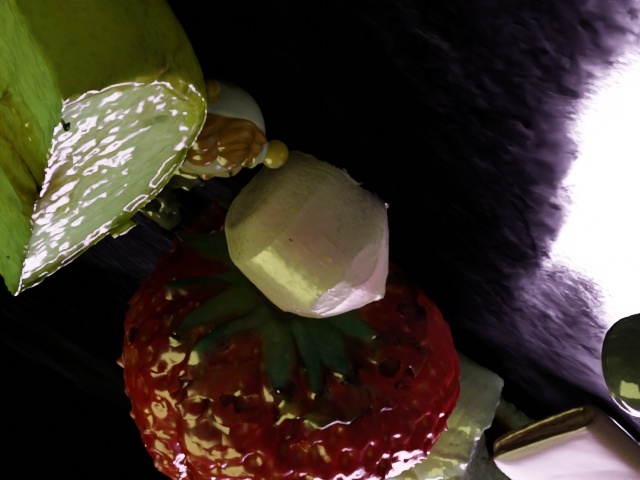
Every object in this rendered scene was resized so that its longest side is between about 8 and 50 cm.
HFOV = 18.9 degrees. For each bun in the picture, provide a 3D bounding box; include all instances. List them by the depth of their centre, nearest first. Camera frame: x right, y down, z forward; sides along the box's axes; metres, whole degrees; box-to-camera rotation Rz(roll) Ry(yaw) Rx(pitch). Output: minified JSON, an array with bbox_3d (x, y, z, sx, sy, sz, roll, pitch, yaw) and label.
[{"bbox_3d":[0.122,0.183,1.680,0.212,0.126,0.204,32,169,-2],"label":"bun"}]

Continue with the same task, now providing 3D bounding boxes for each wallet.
[{"bbox_3d":[0.223,0.193,1.591,0.118,0.039,0.153,-24,132,32],"label":"wallet"}]

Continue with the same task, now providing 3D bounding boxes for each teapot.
[{"bbox_3d":[0.224,0.078,1.210,0.088,0.066,0.057,15,161,-33],"label":"teapot"}]

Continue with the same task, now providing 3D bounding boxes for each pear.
[{"bbox_3d":[-0.185,-0.134,1.218,0.239,0.139,0.288,51,154,12],"label":"pear"}]

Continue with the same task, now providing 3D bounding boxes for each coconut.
[{"bbox_3d":[0.000,0.000,1.361,0.124,0.110,0.110,40,165,-20],"label":"coconut"}]

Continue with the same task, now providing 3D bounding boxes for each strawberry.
[{"bbox_3d":[-0.031,0.118,1.521,0.250,0.238,0.288,38,149,23],"label":"strawberry"}]

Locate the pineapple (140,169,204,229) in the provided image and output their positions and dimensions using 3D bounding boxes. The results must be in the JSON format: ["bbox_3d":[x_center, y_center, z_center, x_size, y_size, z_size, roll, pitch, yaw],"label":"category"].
[{"bbox_3d":[-0.248,-0.112,1.403,0.361,0.175,0.175,32,168,-24],"label":"pineapple"}]

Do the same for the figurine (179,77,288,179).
[{"bbox_3d":[-0.070,-0.074,1.334,0.101,0.068,0.143,6,177,23],"label":"figurine"}]
